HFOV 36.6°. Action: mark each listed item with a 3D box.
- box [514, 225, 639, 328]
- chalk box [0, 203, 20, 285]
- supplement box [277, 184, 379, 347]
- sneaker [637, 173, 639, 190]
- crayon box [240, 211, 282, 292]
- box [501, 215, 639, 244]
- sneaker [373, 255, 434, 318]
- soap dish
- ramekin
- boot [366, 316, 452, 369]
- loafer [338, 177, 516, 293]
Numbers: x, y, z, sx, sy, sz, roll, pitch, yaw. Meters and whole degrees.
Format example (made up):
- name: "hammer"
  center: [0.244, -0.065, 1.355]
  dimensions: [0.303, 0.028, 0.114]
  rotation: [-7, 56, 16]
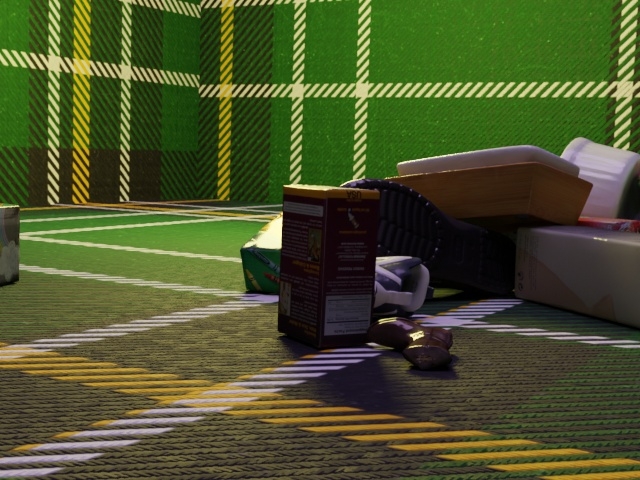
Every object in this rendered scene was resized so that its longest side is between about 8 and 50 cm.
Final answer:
- name: "box"
  center: [0.445, 0.049, 1.475]
  dimensions: [0.148, 0.121, 0.311]
  rotation: [0, 6, -23]
- name: "chalk box"
  center: [-0.581, 0.009, 1.501]
  dimensions: [0.132, 0.132, 0.213]
  rotation: [4, 4, 15]
- name: "supplement box"
  center: [0.008, 0.028, 1.186]
  dimensions: [0.081, 0.188, 0.104]
  rotation: [0, 6, -32]
- name: "sneaker"
  center: [0.772, -0.006, 1.978]
  dimensions: [0.185, 0.202, 0.483]
  rotation: [-10, -21, 40]
- name: "crayon box"
  center: [0.000, 0.000, 1.652]
  dimensions: [0.165, 0.081, 0.278]
  rotation: [3, 24, 23]
- name: "box"
  center: [0.441, 0.018, 1.771]
  dimensions: [0.257, 0.128, 0.122]
  rotation: [5, 7, 38]
- name: "sneaker"
  center: [0.086, 0.063, 1.397]
  dimensions: [0.153, 0.094, 0.235]
  rotation: [8, 1, 4]
- name: "soap dish"
  center: [0.291, -0.077, 1.681]
  dimensions: [0.291, 0.118, 0.229]
  rotation: [-4, -9, 38]
- name: "ramekin"
  center: [0.561, -0.062, 1.954]
  dimensions: [0.135, 0.277, 0.277]
  rotation: [13, 11, 30]
- name: "boot"
  center: [0.098, 0.119, 1.098]
  dimensions: [0.106, 0.037, 0.114]
  rotation: [1, 10, 11]
- name: "loafer"
  center: [0.156, 0.014, 1.578]
  dimensions: [0.366, 0.134, 0.130]
  rotation: [24, -23, -26]
